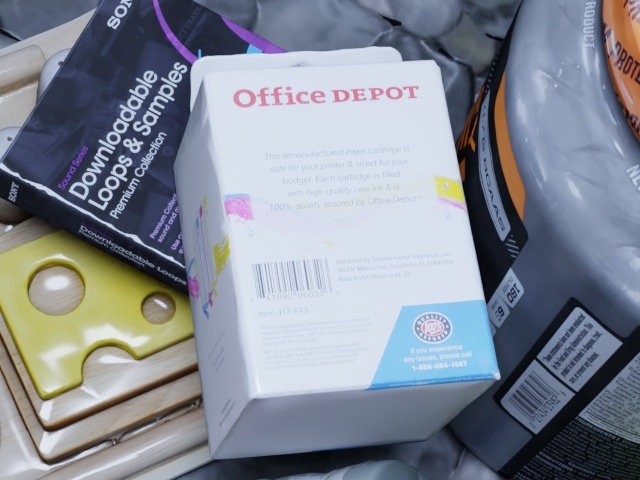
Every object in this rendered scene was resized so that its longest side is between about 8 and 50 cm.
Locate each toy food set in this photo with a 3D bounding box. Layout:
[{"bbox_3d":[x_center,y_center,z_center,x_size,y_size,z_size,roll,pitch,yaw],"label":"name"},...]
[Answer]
[{"bbox_3d":[-0.162,0.020,0.739,0.306,0.092,0.219,-23,74,-14],"label":"toy food set"}]

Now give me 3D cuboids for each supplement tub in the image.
[{"bbox_3d":[0.147,-0.017,0.672,0.194,0.316,0.193,2,69,-7],"label":"supplement tub"}]

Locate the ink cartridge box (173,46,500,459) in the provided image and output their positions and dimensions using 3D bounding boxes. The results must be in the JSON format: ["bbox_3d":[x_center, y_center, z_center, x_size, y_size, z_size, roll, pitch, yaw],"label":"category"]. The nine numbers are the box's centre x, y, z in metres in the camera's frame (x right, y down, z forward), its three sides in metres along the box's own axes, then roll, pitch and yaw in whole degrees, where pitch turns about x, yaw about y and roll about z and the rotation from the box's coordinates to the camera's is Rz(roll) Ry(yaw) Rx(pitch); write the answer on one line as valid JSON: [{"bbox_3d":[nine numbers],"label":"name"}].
[{"bbox_3d":[0.000,0.000,0.671,0.092,0.090,0.143,-3,69,-15],"label":"ink cartridge box"}]

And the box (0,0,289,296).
[{"bbox_3d":[-0.039,-0.032,0.741,0.162,0.029,0.116,27,63,-2],"label":"box"}]

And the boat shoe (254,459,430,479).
[{"bbox_3d":[-0.005,0.245,0.677,0.103,0.118,0.320,-10,69,31],"label":"boat shoe"}]
